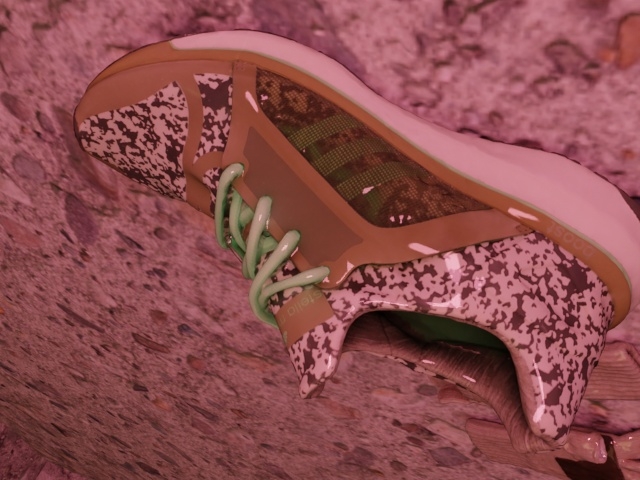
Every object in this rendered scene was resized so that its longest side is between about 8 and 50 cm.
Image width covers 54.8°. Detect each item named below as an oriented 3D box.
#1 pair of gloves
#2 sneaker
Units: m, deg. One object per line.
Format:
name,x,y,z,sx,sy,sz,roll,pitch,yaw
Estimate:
pair of gloves,0.212,0.170,0.587,0.204,0.042,0.240,-3,134,37
sneaker,0.000,0.000,0.390,0.411,0.182,0.158,20,145,12
